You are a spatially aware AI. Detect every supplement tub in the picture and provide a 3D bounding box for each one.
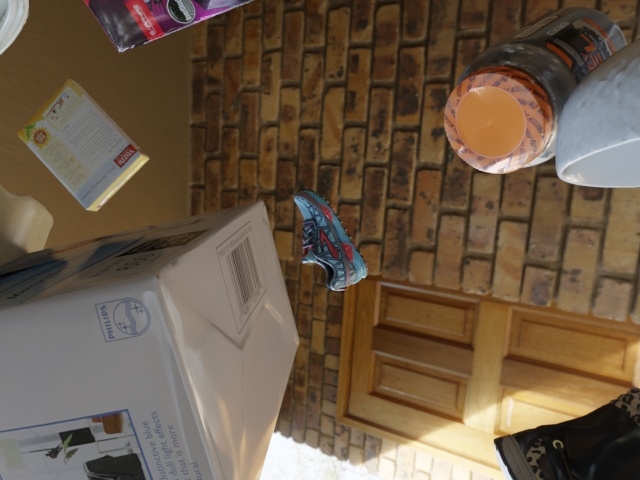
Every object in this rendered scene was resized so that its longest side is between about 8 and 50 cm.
[{"bbox_3d":[0.344,-0.241,0.769,0.316,0.193,0.194,-38,-50,-34],"label":"supplement tub"}]

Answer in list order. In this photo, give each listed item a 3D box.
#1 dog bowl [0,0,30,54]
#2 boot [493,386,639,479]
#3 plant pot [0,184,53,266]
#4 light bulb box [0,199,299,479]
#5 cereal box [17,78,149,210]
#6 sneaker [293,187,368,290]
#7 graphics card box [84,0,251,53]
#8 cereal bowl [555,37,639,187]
[{"bbox_3d":[-0.708,-0.384,0.770,0.151,0.407,0.408,57,-138,-9],"label":"dog bowl"},{"bbox_3d":[0.482,0.429,0.733,0.378,0.284,0.138,-116,1,-47],"label":"boot"},{"bbox_3d":[-0.550,0.051,0.661,0.334,0.333,0.306,49,-126,-53],"label":"plant pot"},{"bbox_3d":[-0.238,0.122,0.521,0.358,0.360,0.226,-70,-32,-77],"label":"light bulb box"},{"bbox_3d":[-0.521,-0.207,1.055,0.173,0.240,0.047,-44,-4,2],"label":"cereal box"},{"bbox_3d":[0.000,0.000,1.129,0.125,0.262,0.104,-33,-4,-14],"label":"sneaker"},{"bbox_3d":[-0.298,-0.532,0.914,0.094,0.370,0.233,-82,-26,-45],"label":"graphics card box"},{"bbox_3d":[0.418,-0.150,0.480,0.338,0.338,0.141,8,-100,-61],"label":"cereal bowl"}]
